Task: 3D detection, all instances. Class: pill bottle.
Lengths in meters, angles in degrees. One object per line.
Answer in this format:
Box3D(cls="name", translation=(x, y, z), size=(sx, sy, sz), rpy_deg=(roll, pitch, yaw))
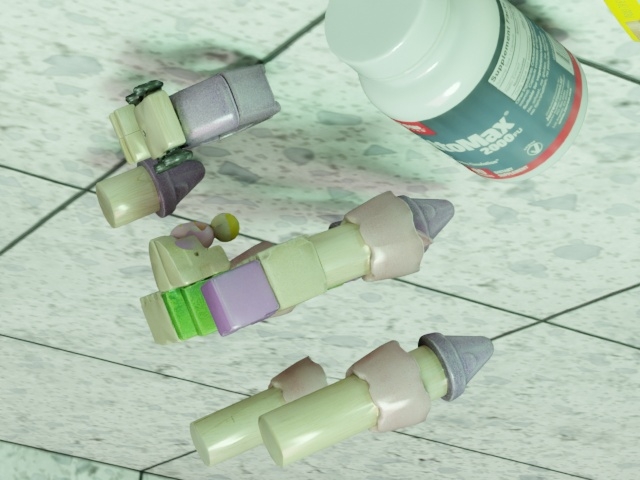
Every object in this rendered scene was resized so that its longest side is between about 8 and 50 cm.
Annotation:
Box3D(cls="pill bottle", translation=(0.087, -0.117, 1.232), size=(0.108, 0.108, 0.180), rpy_deg=(-10, 154, 38))

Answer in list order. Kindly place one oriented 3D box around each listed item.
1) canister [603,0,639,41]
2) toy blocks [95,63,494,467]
Box3D(cls="canister", translation=(0.251, -0.170, 1.089), size=(0.170, 0.073, 0.126), rpy_deg=(-3, 157, 29))
Box3D(cls="toy blocks", translation=(0.000, 0.000, 1.495), size=(0.260, 0.309, 0.288), rpy_deg=(-22, -179, -18))
